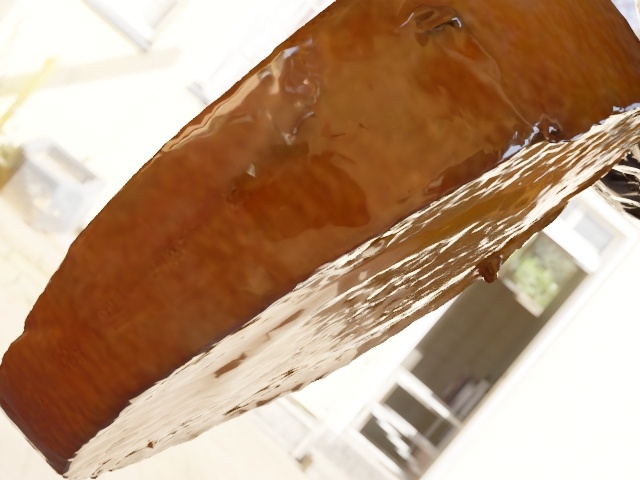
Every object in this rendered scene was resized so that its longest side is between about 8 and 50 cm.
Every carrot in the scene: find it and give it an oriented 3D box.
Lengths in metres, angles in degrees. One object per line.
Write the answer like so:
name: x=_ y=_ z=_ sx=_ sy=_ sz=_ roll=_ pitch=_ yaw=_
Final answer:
carrot: x=0.000 y=0.000 z=0.595 sx=0.100 sy=0.307 sz=0.258 roll=52 pitch=10 yaw=13

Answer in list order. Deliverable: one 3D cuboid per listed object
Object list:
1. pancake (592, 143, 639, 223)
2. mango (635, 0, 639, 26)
pancake: x=0.336 y=-0.034 z=1.135 sx=0.305 sy=0.066 sz=0.427 roll=29 pitch=-3 yaw=14
mango: x=0.345 y=-0.232 z=1.274 sx=0.141 sy=0.102 sz=0.217 roll=33 pitch=-42 yaw=37
